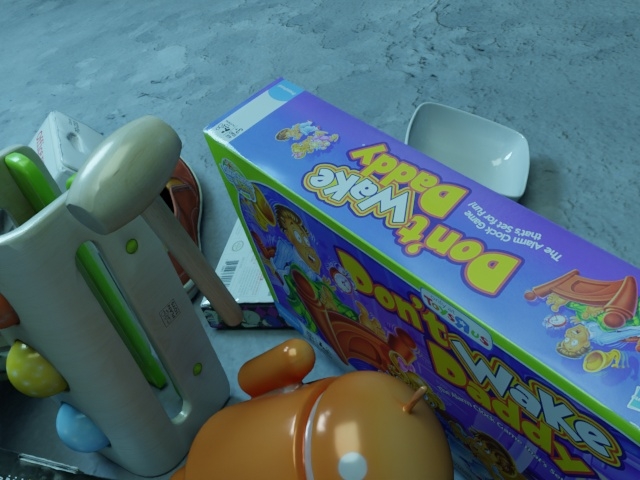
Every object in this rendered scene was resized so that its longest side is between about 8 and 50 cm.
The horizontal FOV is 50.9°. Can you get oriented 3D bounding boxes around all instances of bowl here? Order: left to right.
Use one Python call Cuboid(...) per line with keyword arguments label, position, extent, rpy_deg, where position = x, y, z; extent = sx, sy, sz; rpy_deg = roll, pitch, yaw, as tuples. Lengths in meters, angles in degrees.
Cuboid(label="bowl", position=(0.160, -0.089, 0.766), extent=(0.142, 0.053, 0.142), rpy_deg=(20, 45, 2))

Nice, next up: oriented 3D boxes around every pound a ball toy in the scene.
Cuboid(label="pound a ball toy", position=(-0.168, 0.062, 0.515), extent=(0.208, 0.319, 0.135), rpy_deg=(15, 49, 33))

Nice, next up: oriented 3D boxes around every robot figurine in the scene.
Cuboid(label="robot figurine", position=(-0.005, 0.160, 0.461), extent=(0.219, 0.128, 0.158), rpy_deg=(-23, 50, 32))

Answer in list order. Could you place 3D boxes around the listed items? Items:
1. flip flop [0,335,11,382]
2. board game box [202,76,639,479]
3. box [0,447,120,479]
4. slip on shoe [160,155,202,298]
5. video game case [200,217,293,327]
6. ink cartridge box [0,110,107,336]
Cuboid(label="flip flop", position=(-0.334, 0.097, 0.607), extent=(0.112, 0.080, 0.277), rpy_deg=(7, 1, 12))
Cuboid(label="board game box", position=(0.077, 0.055, 0.472), extent=(0.078, 0.233, 0.347), rpy_deg=(-39, 50, -19))
Cuboid(label="box", position=(-0.290, 0.276, 0.410), extent=(0.257, 0.079, 0.322), rpy_deg=(18, 42, -7))
Cuboid(label="slip on shoe", position=(-0.214, -0.048, 0.839), extent=(0.123, 0.101, 0.331), rpy_deg=(-20, 37, -2))
Cuboid(label="video game case", position=(0.000, 0.000, 0.751), extent=(0.210, 0.041, 0.232), rpy_deg=(-3, 41, 16))
Cuboid(label="ink cartridge box", position=(-0.318, -0.018, 0.767), extent=(0.218, 0.092, 0.158), rpy_deg=(-51, 38, 14))
